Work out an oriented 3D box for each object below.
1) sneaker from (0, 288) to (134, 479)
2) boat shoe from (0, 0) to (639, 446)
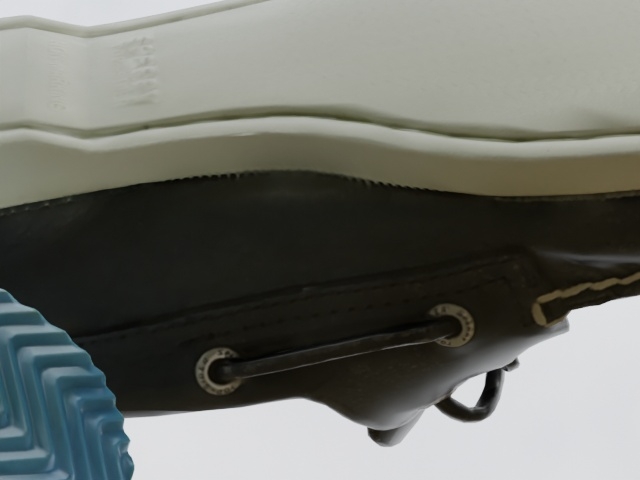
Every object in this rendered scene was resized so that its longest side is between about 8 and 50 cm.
[{"bbox_3d":[-0.150,0.010,0.406,0.229,0.087,0.092,44,-53,-16],"label":"sneaker"},{"bbox_3d":[0.000,0.002,0.529,0.340,0.127,0.113,-7,-61,-2],"label":"boat shoe"}]
